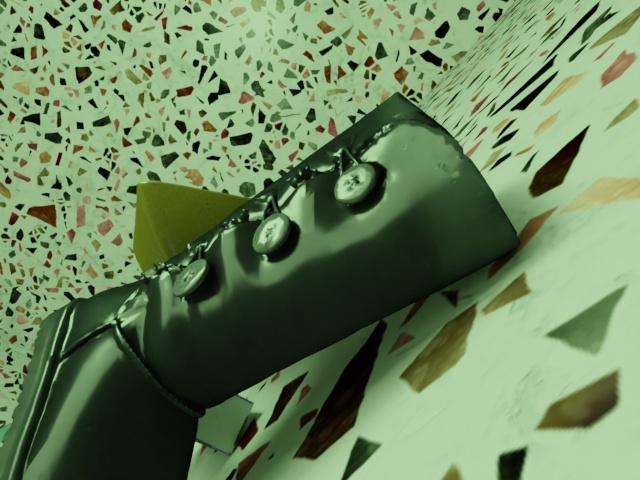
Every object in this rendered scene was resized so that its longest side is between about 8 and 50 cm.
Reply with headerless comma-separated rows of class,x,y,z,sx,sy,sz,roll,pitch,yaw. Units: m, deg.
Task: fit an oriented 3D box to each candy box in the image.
candy box,-0.197,0.211,0.700,0.070,0.165,0.196,-65,13,-24

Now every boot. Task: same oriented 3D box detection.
boot,-0.040,0.096,0.435,0.445,0.146,0.367,-28,48,7

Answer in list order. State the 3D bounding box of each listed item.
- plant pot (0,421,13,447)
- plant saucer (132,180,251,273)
plant pot,-0.609,0.489,1.079,0.293,0.197,0.292,7,-90,-88
plant saucer,-0.090,0.037,0.727,0.333,0.333,0.080,143,134,-65
